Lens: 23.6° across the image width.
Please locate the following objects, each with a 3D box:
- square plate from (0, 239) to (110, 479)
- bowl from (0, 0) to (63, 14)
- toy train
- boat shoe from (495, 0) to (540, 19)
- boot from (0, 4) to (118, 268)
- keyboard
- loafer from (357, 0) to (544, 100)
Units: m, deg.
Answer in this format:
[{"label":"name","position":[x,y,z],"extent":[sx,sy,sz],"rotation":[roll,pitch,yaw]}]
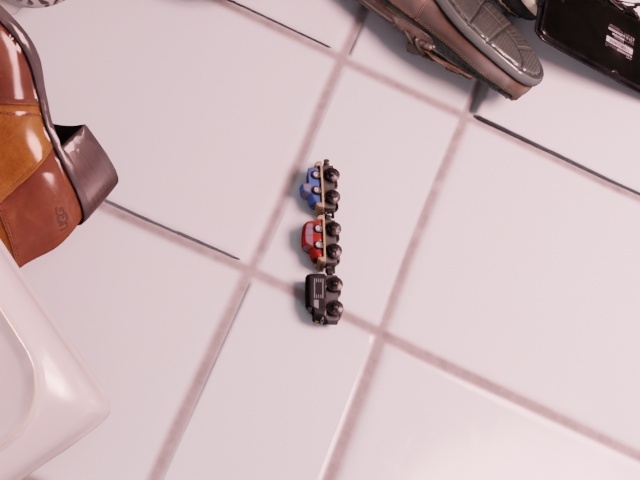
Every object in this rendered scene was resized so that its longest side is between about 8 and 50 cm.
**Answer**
[{"label":"square plate","position":[-0.368,0.083,1.103],"extent":[0.344,0.049,0.347],"rotation":[-36,103,-23]},{"label":"bowl","position":[-0.278,-0.250,1.338],"extent":[0.170,0.170,0.080],"rotation":[35,103,2]},{"label":"toy train","position":[0.000,0.000,1.349],"extent":[0.036,0.027,0.158],"rotation":[1,65,-4]},{"label":"boat shoe","position":[0.109,-0.348,1.495],"extent":[0.340,0.113,0.127],"rotation":[52,36,-18]},{"label":"boot","position":[-0.330,-0.049,1.203],"extent":[0.280,0.096,0.264],"rotation":[-46,122,-27]},{"label":"keyboard","position":[0.287,-0.199,1.515],"extent":[0.192,0.038,0.100],"rotation":[25,66,-24]},{"label":"loafer","position":[0.094,-0.222,1.465],"extent":[0.267,0.084,0.096],"rotation":[43,30,2]}]
